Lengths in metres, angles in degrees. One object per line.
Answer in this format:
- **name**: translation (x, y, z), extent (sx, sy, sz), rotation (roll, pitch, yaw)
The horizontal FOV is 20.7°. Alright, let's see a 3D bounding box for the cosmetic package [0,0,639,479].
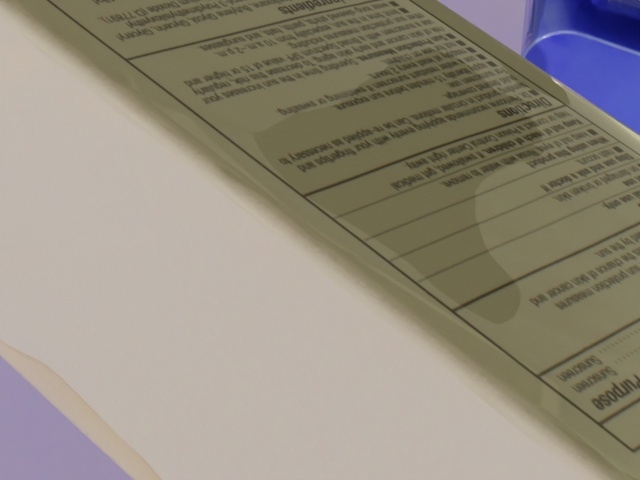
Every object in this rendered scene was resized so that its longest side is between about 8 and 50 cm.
- **cosmetic package**: translation (0.000, 0.000, 0.531), extent (0.309, 0.113, 0.160), rotation (39, -143, 27)

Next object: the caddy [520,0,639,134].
- **caddy**: translation (0.314, -0.177, 1.355), extent (0.341, 0.241, 0.179), rotation (24, -141, -3)
